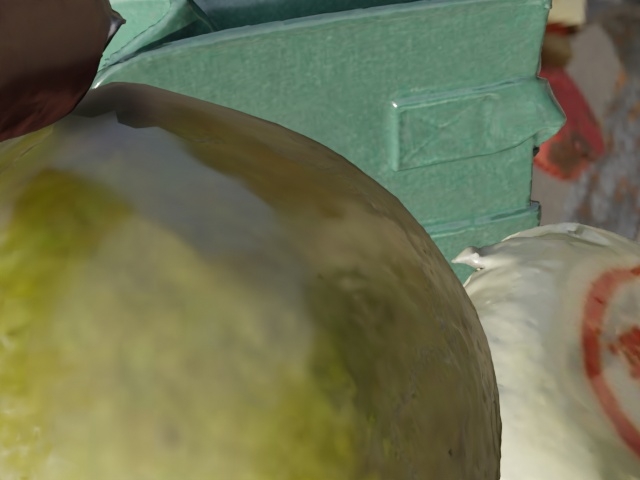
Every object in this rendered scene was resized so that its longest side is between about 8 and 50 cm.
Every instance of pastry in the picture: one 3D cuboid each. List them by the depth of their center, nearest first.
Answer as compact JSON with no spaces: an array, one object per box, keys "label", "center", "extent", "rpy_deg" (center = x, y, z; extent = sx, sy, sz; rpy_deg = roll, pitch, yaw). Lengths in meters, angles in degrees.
[{"label":"pastry","center":[0.134,0.115,0.788],"extent":[0.265,0.133,0.264],"rpy_deg":[22,41,-21]}]

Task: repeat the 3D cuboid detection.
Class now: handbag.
[{"label":"handbag","center":[-0.001,0.000,0.961],"extent":[0.238,0.326,0.089],"rpy_deg":[-8,41,-9]}]

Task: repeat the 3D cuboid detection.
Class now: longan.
[{"label":"longan","center":[-0.031,0.056,0.387],"extent":[0.145,0.176,0.155],"rpy_deg":[-8,11,34]}]

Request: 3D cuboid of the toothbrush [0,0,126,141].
[{"label":"toothbrush","center":[-0.145,0.006,0.197],"extent":[0.041,0.041,0.364],"rpy_deg":[21,25,26]}]
